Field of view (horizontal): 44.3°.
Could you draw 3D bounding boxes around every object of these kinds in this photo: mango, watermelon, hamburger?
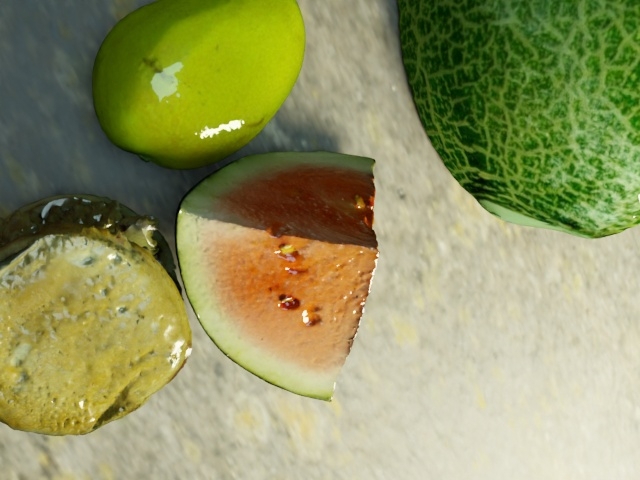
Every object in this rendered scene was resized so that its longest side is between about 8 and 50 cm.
[{"bbox_3d":[-0.080,-0.116,0.553,0.163,0.089,0.117,-26,105,-15],"label":"mango"},{"bbox_3d":[-0.017,0.002,0.588,0.137,0.145,0.193,-24,121,16],"label":"watermelon"},{"bbox_3d":[-0.176,0.052,0.528,0.185,0.131,0.159,-33,115,-5],"label":"hamburger"}]

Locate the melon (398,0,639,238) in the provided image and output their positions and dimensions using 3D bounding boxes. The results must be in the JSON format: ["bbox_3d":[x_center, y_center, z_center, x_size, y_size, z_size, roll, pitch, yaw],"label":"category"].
[{"bbox_3d":[0.214,-0.175,0.595,0.331,0.226,0.343,14,93,19],"label":"melon"}]
